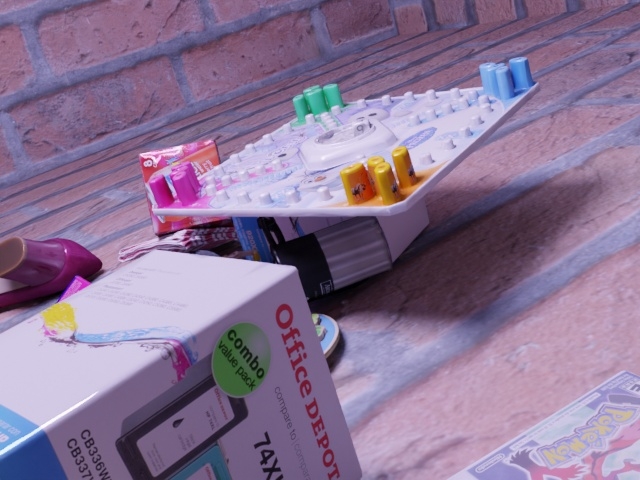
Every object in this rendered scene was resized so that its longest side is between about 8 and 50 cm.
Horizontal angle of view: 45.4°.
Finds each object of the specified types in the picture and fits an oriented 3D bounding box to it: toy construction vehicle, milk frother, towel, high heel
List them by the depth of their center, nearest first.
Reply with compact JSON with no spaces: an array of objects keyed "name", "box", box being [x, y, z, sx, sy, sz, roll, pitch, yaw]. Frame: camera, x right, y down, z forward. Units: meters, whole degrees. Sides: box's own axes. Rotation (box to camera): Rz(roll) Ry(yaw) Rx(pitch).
[{"name":"milk frother","box":[0.000,0.000,0.972,0.134,0.143,0.129,-20,-10,-8]},{"name":"toy construction vehicle","box":[-0.121,0.051,1.021,0.098,0.035,0.086,-20,32,-7]},{"name":"towel","box":[-0.208,0.008,1.234,0.144,0.029,0.197,-14,-4,31]},{"name":"high heel","box":[-0.584,0.088,1.395,0.377,0.127,0.181,-15,-19,29]}]

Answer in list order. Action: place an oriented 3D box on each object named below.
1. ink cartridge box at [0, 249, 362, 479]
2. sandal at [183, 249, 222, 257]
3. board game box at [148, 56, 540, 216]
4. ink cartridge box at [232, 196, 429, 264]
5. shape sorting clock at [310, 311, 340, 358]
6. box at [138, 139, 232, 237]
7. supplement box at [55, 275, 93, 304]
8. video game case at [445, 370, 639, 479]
[{"name":"ink cartridge box","box":[-0.144,0.154,0.569,0.197,0.198,0.270,3,28,46]},{"name":"sandal","box":[-0.139,0.072,1.085,0.254,0.055,0.097,11,40,36]},{"name":"board game box","box":[0.030,-0.138,0.996,0.390,0.050,0.390,2,29,39]},{"name":"ink cartridge box","box":[0.011,-0.060,1.122,0.232,0.168,0.171,-3,25,33]},{"name":"shape sorting clock","box":[-0.078,0.128,0.880,0.206,0.040,0.206,-15,20,5]},{"name":"box","box":[-0.214,-0.070,1.261,0.122,0.128,0.257,-12,-4,-6]},{"name":"supplement box","box":[-0.226,0.129,0.841,0.220,0.111,0.114,16,70,56]},{"name":"video game case","box":[0.214,0.173,0.539,0.201,0.023,0.183,-24,21,-20]}]
